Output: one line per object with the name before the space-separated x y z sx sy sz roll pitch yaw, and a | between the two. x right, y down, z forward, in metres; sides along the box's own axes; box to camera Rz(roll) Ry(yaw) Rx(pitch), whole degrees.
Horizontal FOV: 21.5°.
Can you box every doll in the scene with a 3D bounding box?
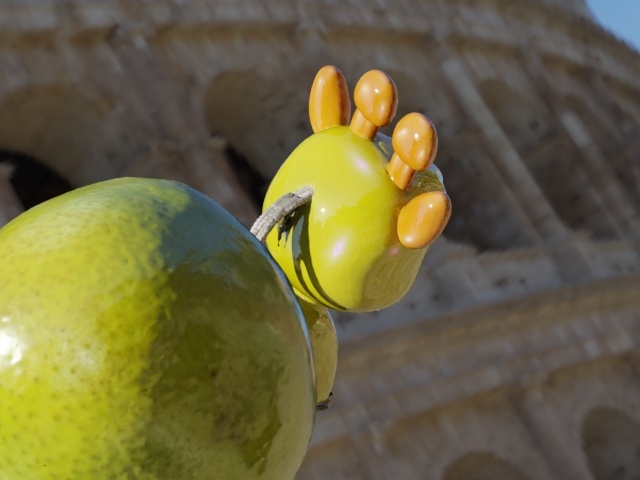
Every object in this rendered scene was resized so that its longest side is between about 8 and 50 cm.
doll | 0.000 0.000 1.019 0.135 0.143 0.221 4 -51 -39

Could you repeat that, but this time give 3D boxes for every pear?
pear | -0.104 0.077 0.744 0.216 0.166 0.180 -47 -42 -10
